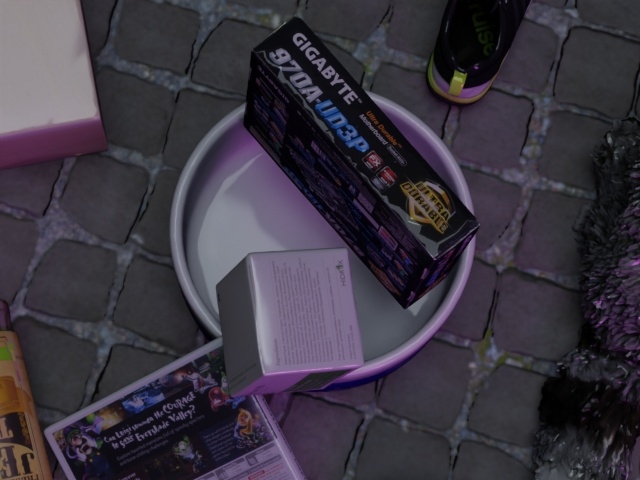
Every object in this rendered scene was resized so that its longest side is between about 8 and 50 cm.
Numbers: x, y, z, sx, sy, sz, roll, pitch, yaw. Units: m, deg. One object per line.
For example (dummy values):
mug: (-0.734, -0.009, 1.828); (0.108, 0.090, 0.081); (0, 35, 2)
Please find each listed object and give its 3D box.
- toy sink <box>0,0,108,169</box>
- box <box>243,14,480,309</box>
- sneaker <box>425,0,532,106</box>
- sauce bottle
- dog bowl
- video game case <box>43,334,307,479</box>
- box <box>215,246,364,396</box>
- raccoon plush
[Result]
toy sink: (-0.288, -0.191, 1.400); (0.153, 0.131, 0.234); (-11, 82, -6)
box: (0.026, -0.057, 1.251); (0.051, 0.175, 0.220); (-39, 81, -13)
sneaker: (0.164, -0.234, 1.451); (0.084, 0.097, 0.234); (16, 76, 1)
sauce bottle: (-0.275, 0.221, 1.308); (0.111, 0.111, 0.344); (-16, 80, -7)
dog bowl: (0.000, 0.000, 1.380); (0.265, 0.104, 0.264); (1, 76, -3)
video game case: (-0.117, 0.196, 1.315); (0.190, 0.022, 0.173); (-28, 90, 17)
box: (-0.026, 0.066, 1.248); (0.087, 0.101, 0.102); (-2, 75, -20)
raccoon plush: (0.333, 0.035, 1.289); (0.216, 0.299, 0.446); (13, 76, 0)
